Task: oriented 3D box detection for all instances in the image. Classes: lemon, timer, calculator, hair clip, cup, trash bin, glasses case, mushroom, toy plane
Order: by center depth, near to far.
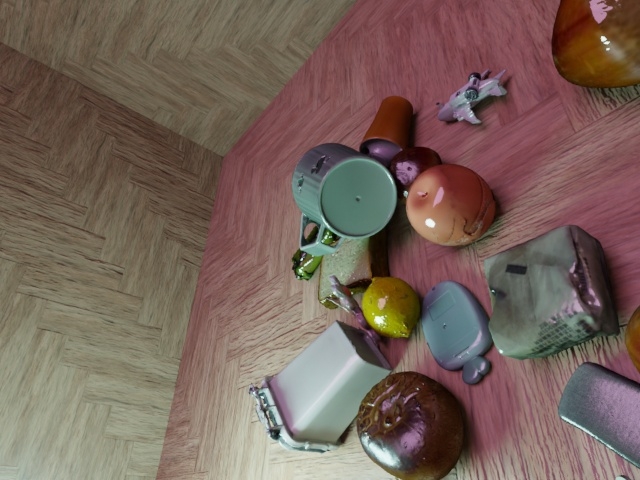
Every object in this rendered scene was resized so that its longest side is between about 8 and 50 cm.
[{"bbox_3d":[0.568,0.328,0.679,0.131,0.074,0.323,-63,31,1],"label":"glasses case"},{"bbox_3d":[0.213,0.470,1.038,0.297,0.163,0.278,-9,60,53],"label":"mushroom"},{"bbox_3d":[0.357,0.234,1.101,0.185,0.041,0.299,-47,34,28],"label":"calculator"},{"bbox_3d":[0.364,-0.097,1.166,0.229,0.215,0.230,-40,40,45],"label":"timer"},{"bbox_3d":[0.210,0.200,1.226,0.173,0.173,0.206,-54,38,18],"label":"lemon"},{"bbox_3d":[0.006,0.438,1.262,0.368,0.296,0.256,-49,40,11],"label":"trash bin"},{"bbox_3d":[0.104,0.222,1.331,0.075,0.146,0.257,-46,73,-2],"label":"hair clip"},{"bbox_3d":[0.480,-0.465,1.353,0.255,0.101,0.251,-18,42,51],"label":"toy plane"},{"bbox_3d":[0.077,-0.134,1.459,0.392,0.310,0.401,-128,34,-71],"label":"cup"},{"bbox_3d":[0.254,-0.410,1.610,0.226,0.182,0.264,-24,42,60],"label":"cup"}]

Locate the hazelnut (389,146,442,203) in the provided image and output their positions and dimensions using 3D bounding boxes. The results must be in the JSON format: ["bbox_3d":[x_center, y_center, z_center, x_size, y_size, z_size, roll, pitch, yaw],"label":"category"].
[{"bbox_3d":[0.312,-0.215,1.368,0.178,0.178,0.204,-1,74,57],"label":"hazelnut"}]

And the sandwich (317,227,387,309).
[{"bbox_3d":[0.117,0.088,1.522,0.301,0.099,0.271,-33,36,43],"label":"sandwich"}]

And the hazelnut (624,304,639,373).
[{"bbox_3d":[0.600,0.150,0.661,0.212,0.181,0.181,-56,45,34],"label":"hazelnut"}]

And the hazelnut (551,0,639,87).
[{"bbox_3d":[0.674,-0.509,0.903,0.372,0.315,0.372,24,-90,-90],"label":"hazelnut"}]

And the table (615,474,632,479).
[{"bbox_3d":[0.503,0.476,0.610,0.166,0.166,0.198,-53,25,19],"label":"table"}]

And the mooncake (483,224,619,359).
[{"bbox_3d":[0.489,0.118,0.891,0.254,0.136,0.250,-36,39,46],"label":"mooncake"}]

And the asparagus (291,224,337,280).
[{"bbox_3d":[0.000,0.000,1.732,0.382,0.108,0.128,-55,36,22],"label":"asparagus"}]
